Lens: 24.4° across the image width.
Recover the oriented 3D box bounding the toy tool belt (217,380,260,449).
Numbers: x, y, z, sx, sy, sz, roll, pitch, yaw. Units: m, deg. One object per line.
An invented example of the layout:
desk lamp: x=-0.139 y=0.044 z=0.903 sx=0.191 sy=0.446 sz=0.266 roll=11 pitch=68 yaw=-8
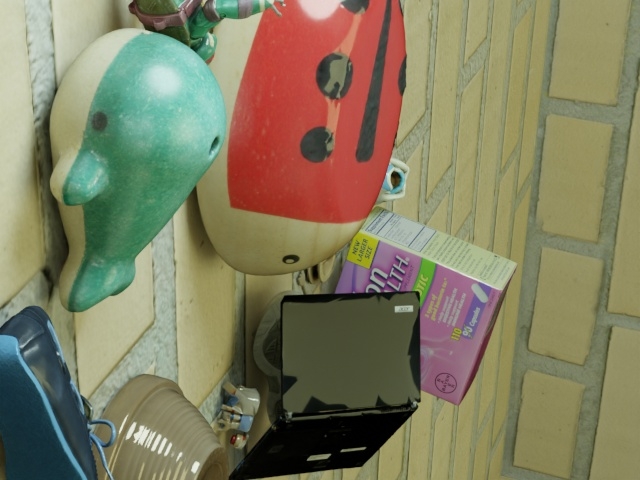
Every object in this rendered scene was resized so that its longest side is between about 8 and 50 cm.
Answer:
toy tool belt: x=-0.115 y=0.229 z=1.939 sx=0.052 sy=0.051 sz=0.083 roll=-137 pitch=-114 yaw=-77

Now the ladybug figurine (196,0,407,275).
ladybug figurine: x=-0.009 y=-0.166 z=1.735 sx=0.305 sy=0.162 sz=0.449 roll=-16 pitch=117 yaw=-56

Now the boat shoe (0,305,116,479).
boat shoe: x=-0.242 y=0.173 z=1.382 sx=0.089 sy=0.109 sz=0.258 roll=-65 pitch=161 yaw=-46

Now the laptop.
laptop: x=0.006 y=0.202 z=2.031 sx=0.234 sy=0.136 sz=0.264 roll=0 pitch=143 yaw=-35

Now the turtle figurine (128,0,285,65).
turtle figurine: x=-0.127 y=-0.244 z=1.420 sx=0.118 sy=0.175 sz=0.234 roll=-50 pitch=144 yaw=-23

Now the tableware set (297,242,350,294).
tableware set: x=0.000 y=0.000 z=2.152 sx=0.194 sy=0.039 sz=0.128 roll=68 pitch=37 yaw=-61

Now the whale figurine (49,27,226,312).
whale figurine: x=-0.171 y=-0.059 z=1.392 sx=0.216 sy=0.141 sz=0.272 roll=-28 pitch=132 yaw=-69

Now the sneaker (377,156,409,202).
sneaker: x=0.093 y=-0.091 z=2.304 sx=0.229 sy=0.092 sz=0.087 roll=-2 pitch=102 yaw=-74

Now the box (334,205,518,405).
box: x=0.149 y=0.099 z=2.280 sx=0.117 sy=0.243 sz=0.213 roll=-45 pitch=156 yaw=-62

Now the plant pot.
plant pot: x=-0.175 y=0.276 z=1.655 sx=0.237 sy=0.110 sz=0.237 roll=12 pitch=90 yaw=-72

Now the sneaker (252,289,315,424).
sneaker: x=-0.043 y=0.154 z=2.069 sx=0.115 sy=0.090 sz=0.232 roll=-83 pitch=174 yaw=-56
